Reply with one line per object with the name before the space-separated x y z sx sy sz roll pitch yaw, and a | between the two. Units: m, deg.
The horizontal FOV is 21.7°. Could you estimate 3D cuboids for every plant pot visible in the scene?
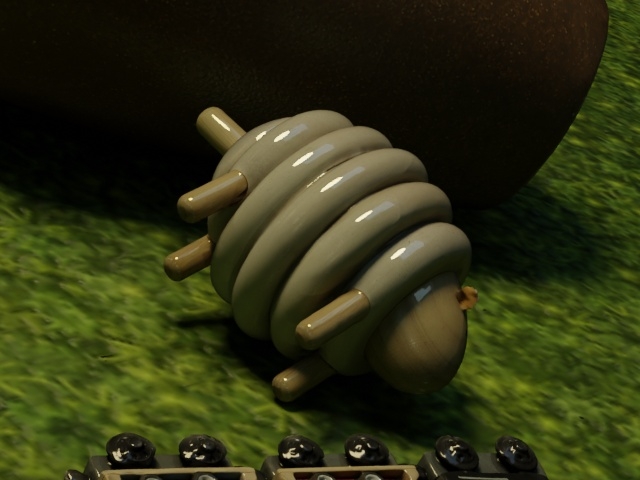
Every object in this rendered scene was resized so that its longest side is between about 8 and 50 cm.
plant pot | -0.007 -0.109 0.685 0.230 0.215 0.215 28 21 -15

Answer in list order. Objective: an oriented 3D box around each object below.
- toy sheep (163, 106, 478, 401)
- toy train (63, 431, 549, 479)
toy sheep | 0.000 0.000 0.563 0.132 0.091 0.091 49 34 18
toy train | 0.002 0.075 0.475 0.158 0.027 0.036 4 38 -30
